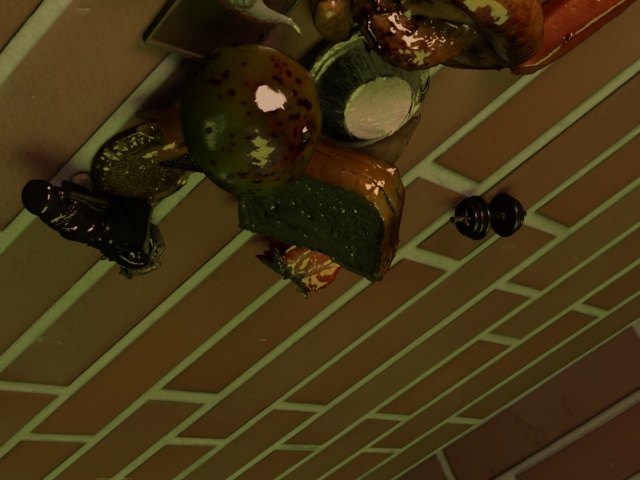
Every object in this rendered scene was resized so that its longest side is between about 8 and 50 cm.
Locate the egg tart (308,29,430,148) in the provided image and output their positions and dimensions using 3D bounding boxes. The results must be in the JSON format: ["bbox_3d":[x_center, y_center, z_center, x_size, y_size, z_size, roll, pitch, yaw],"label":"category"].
[{"bbox_3d":[0.078,-0.238,1.635,0.234,0.094,0.234,-15,135,-15],"label":"egg tart"}]

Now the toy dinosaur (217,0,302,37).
[{"bbox_3d":[-0.104,-0.338,1.376,0.167,0.053,0.242,-27,152,5],"label":"toy dinosaur"}]

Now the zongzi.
[{"bbox_3d":[0.075,-0.179,1.783,0.194,0.099,0.197,28,101,-43],"label":"zongzi"}]

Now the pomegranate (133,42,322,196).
[{"bbox_3d":[-0.141,-0.187,1.481,0.286,0.230,0.231,11,147,2],"label":"pomegranate"}]

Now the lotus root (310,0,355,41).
[{"bbox_3d":[0.017,-0.343,1.483,0.072,0.063,0.152,-48,158,-11],"label":"lotus root"}]

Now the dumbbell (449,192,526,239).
[{"bbox_3d":[0.369,-0.052,2.175,0.209,0.099,0.099,-5,146,-31],"label":"dumbbell"}]

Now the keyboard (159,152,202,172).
[{"bbox_3d":[-0.170,-0.125,1.621,0.197,0.015,0.074,10,141,3],"label":"keyboard"}]

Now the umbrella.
[{"bbox_3d":[-0.361,-0.024,1.644,0.106,0.113,0.358,-11,162,16],"label":"umbrella"}]

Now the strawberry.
[{"bbox_3d":[-0.005,-0.011,1.987,0.228,0.098,0.174,-45,130,13],"label":"strawberry"}]

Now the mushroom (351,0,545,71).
[{"bbox_3d":[0.187,-0.348,1.462,0.283,0.195,0.263,-6,-178,-22],"label":"mushroom"}]

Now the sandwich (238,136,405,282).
[{"bbox_3d":[-0.004,-0.069,1.710,0.099,0.301,0.271,-60,163,-26],"label":"sandwich"}]

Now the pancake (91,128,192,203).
[{"bbox_3d":[-0.289,-0.124,1.667,0.199,0.021,0.199,-18,150,-11],"label":"pancake"}]

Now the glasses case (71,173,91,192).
[{"bbox_3d":[-0.397,-0.082,1.656,0.032,0.021,0.083,-15,151,-20],"label":"glasses case"}]

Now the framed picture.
[{"bbox_3d":[-0.113,-0.347,1.428,0.189,0.023,0.260,10,137,-45],"label":"framed picture"}]

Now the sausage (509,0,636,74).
[{"bbox_3d":[0.447,-0.395,1.675,0.330,0.102,0.102,-37,148,20],"label":"sausage"}]
